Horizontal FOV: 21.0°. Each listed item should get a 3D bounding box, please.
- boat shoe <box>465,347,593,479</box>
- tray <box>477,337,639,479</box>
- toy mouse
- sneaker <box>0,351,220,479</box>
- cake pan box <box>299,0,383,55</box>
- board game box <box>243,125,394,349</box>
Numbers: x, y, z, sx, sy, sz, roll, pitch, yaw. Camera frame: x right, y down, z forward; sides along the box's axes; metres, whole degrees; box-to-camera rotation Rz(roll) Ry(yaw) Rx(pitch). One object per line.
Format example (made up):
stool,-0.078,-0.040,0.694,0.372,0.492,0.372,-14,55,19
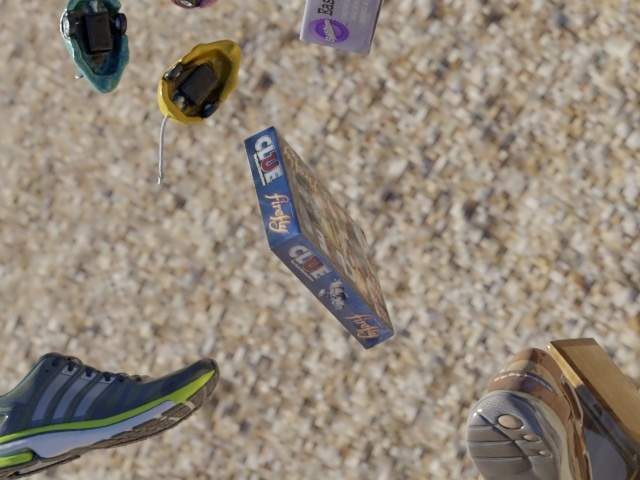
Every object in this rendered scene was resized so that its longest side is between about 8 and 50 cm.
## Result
boat shoe,0.223,0.236,1.732,0.123,0.324,0.116,11,49,19
tray,0.252,0.331,1.943,0.203,0.076,0.411,54,133,40
toy mouse,-0.109,-0.138,1.054,0.161,0.143,0.031,-55,17,-20
sneaker,-0.261,0.175,1.944,0.300,0.111,0.121,-17,78,0
cake pan box,0.046,-0.315,1.367,0.267,0.070,0.246,101,-178,-63
board game box,0.000,0.000,1.986,0.042,0.243,0.165,-26,51,14
